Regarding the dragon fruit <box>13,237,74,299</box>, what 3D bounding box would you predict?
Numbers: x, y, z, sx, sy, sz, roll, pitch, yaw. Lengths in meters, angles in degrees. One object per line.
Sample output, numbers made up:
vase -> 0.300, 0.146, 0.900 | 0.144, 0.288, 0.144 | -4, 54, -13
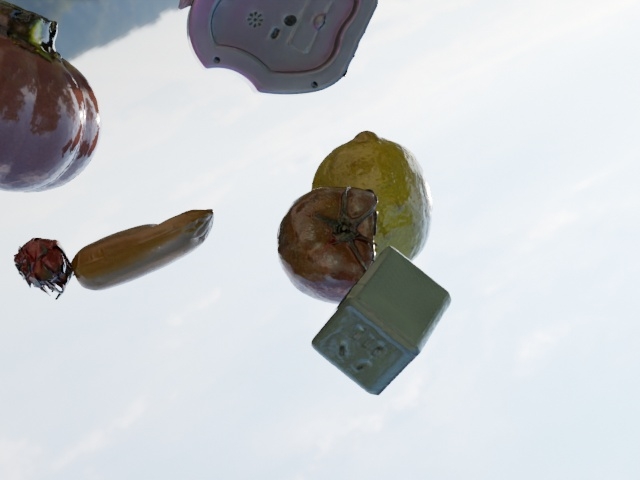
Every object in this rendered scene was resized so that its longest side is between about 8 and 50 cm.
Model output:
dragon fruit -> -0.617, 0.057, 2.225 | 0.121, 0.142, 0.130 | -48, -165, 15

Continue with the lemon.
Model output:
lemon -> 0.101, -0.071, 1.996 | 0.260, 0.284, 0.260 | -20, -154, 10

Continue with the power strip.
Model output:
power strip -> 0.109, 0.111, 1.572 | 0.140, 0.139, 0.224 | -54, 176, 40

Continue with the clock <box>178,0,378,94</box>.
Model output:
clock -> -0.072, -0.409, 1.696 | 0.338, 0.338, 0.102 | -31, -169, -2

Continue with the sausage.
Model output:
sausage -> -0.378, 0.015, 2.168 | 0.354, 0.116, 0.134 | -19, 167, 24

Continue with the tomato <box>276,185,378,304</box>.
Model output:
tomato -> 0.000, 0.000, 1.758 | 0.181, 0.155, 0.214 | 133, -37, -57

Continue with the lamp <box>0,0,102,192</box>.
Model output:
lamp -> -0.431, -0.196, 1.308 | 0.305, 0.305, 0.240 | -133, -116, -70
